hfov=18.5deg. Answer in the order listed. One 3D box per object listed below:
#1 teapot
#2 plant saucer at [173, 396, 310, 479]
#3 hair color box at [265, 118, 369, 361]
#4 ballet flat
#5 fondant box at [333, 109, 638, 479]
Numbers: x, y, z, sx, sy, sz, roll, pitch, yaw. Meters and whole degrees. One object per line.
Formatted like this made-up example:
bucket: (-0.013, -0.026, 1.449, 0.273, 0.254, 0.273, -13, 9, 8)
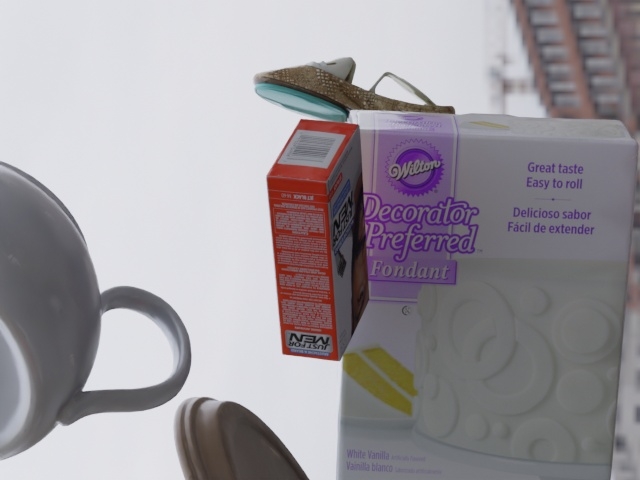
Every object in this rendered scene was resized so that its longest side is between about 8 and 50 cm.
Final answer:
teapot: (-0.256, 0.030, 1.456, 0.187, 0.252, 0.256, -58, -46, -49)
plant saucer: (-0.044, 0.261, 1.849, 0.278, 0.041, 0.278, 55, -169, -16)
hair color box: (0.000, 0.000, 1.543, 0.093, 0.053, 0.167, -63, -25, -52)
ballet flat: (0.038, -0.138, 1.901, 0.073, 0.206, 0.067, 139, 152, -76)
fondant box: (0.136, 0.060, 1.687, 0.096, 0.238, 0.330, -88, 0, -76)
